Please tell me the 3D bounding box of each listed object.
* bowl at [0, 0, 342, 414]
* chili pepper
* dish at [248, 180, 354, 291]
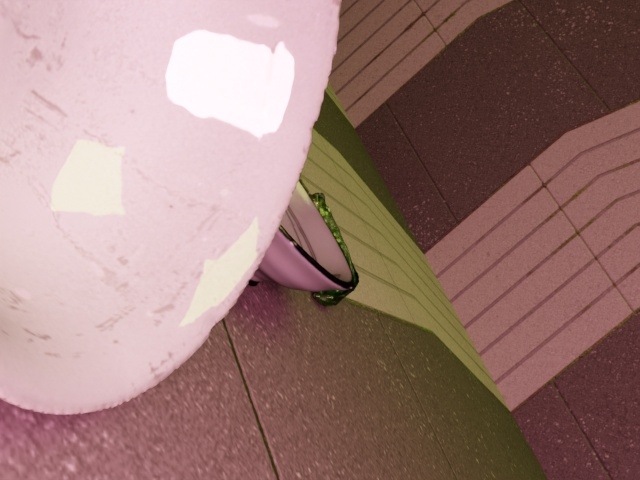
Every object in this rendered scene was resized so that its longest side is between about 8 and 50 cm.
[{"bbox_3d":[-0.150,-0.131,0.454,0.195,0.435,0.435,18,1,17],"label":"bowl"},{"bbox_3d":[0.000,0.000,1.185,0.122,0.065,0.279,47,20,-53],"label":"chili pepper"},{"bbox_3d":[-0.086,-0.044,0.877,0.316,0.106,0.316,54,10,-14],"label":"dish"}]
